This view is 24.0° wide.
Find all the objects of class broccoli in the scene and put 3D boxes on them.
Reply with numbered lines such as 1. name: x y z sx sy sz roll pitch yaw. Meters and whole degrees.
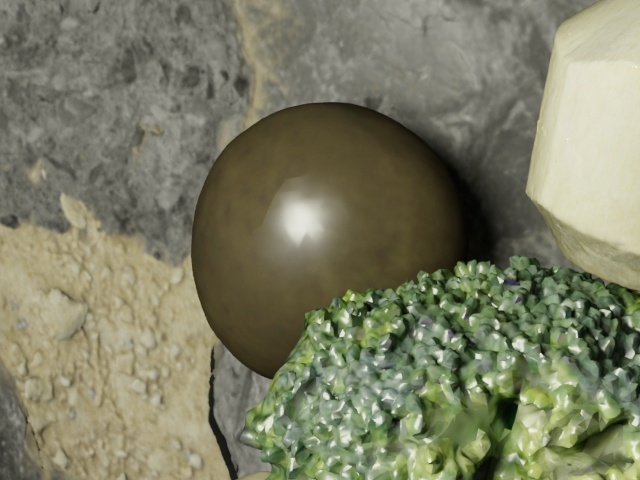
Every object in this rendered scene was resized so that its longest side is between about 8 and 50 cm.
1. broccoli: 0.136 0.160 0.936 0.249 0.375 0.302 -1 76 58

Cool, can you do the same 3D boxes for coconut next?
1. coconut: 0.236 -0.078 0.941 0.202 0.202 0.222 23 112 26

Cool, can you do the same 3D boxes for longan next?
1. longan: 0.000 0.000 1.106 0.220 0.196 0.197 -40 78 36

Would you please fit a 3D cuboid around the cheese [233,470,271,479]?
1. cheese: -0.055 0.320 1.237 0.173 0.251 0.248 17 72 41
